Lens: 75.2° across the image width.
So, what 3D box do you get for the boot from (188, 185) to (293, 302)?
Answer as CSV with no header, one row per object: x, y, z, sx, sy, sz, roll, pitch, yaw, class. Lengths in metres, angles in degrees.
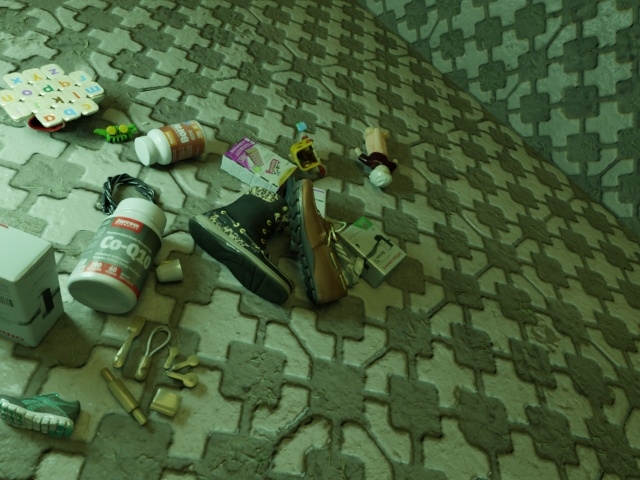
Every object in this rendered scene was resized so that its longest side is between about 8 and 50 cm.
-0.180,-0.005,1.290,0.377,0.138,0.284,35,47,13,boot

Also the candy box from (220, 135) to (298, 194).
-0.222,-0.268,1.523,0.234,0.071,0.159,31,46,2,candy box

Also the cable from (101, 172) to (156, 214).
-0.582,-0.138,1.273,0.151,0.047,0.184,3,51,-22,cable

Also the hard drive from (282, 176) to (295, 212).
-0.106,-0.144,1.457,0.022,0.094,0.135,4,51,-20,hard drive

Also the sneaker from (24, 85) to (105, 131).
-0.839,-0.435,1.376,0.270,0.090,0.145,-19,63,-31,sneaker

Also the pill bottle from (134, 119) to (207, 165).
-0.505,-0.328,1.413,0.216,0.121,0.121,-30,69,-39,pill bottle

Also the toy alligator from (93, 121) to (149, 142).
-0.671,-0.368,1.424,0.190,0.056,0.051,-23,106,-37,toy alligator

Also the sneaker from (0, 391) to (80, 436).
-0.587,0.351,0.870,0.167,0.065,0.076,23,31,-9,sneaker

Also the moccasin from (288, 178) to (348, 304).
0.001,0.000,1.256,0.147,0.139,0.379,-15,87,-19,moccasin

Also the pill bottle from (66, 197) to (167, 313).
-0.514,0.031,1.085,0.161,0.161,0.283,16,48,-11,pill bottle

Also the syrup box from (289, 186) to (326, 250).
-0.041,-0.073,1.428,0.096,0.093,0.236,15,48,-11,syrup box

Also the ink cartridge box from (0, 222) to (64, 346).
-0.685,0.090,0.888,0.197,0.272,0.114,23,43,-5,ink cartridge box

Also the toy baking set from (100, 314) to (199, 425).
-0.410,0.307,0.999,0.256,0.030,0.197,41,45,11,toy baking set

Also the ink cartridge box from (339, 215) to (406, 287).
0.169,0.038,1.435,0.208,0.086,0.153,43,49,12,ink cartridge box

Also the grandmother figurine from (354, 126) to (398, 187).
0.246,-0.357,1.790,0.208,0.104,0.342,6,48,-9,grandmother figurine

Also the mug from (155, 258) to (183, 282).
-0.423,0.088,1.160,0.064,0.078,0.062,-15,93,-23,mug

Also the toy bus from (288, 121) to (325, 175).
-0.070,-0.339,1.624,0.104,0.202,0.190,-27,69,-3,toy bus

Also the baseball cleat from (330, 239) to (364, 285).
0.081,0.047,1.363,0.110,0.072,0.205,-12,83,-3,baseball cleat

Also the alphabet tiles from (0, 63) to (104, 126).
-0.854,-0.463,1.321,0.278,0.021,0.284,42,54,17,alphabet tiles
